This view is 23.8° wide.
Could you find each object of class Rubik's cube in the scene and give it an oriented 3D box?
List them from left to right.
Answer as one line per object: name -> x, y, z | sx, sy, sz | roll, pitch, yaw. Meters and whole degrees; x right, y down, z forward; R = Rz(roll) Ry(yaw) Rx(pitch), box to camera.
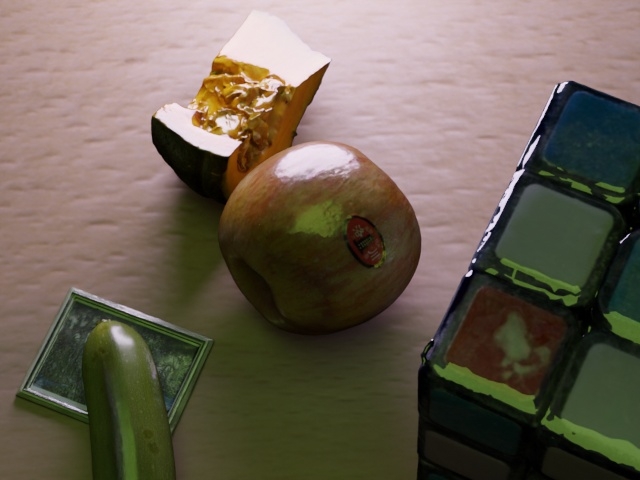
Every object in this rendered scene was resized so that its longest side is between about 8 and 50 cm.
Rubik's cube -> 0.311, 0.111, 1.475 | 0.359, 0.363, 0.362 | 21, 70, 11

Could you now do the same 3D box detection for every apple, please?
apple -> 0.000, 0.000, 1.629 | 0.188, 0.211, 0.211 | -40, 69, -16

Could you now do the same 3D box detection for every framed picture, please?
framed picture -> -0.228, 0.140, 1.687 | 0.183, 0.011, 0.142 | 20, 69, 12

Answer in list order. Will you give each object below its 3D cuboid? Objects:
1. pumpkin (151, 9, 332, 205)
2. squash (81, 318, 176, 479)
pumpkin -> -0.093, -0.141, 1.754 | 0.131, 0.126, 0.248 | 26, 51, 23
squash -> -0.196, 0.242, 1.594 | 0.095, 0.094, 0.340 | -8, 70, 0
